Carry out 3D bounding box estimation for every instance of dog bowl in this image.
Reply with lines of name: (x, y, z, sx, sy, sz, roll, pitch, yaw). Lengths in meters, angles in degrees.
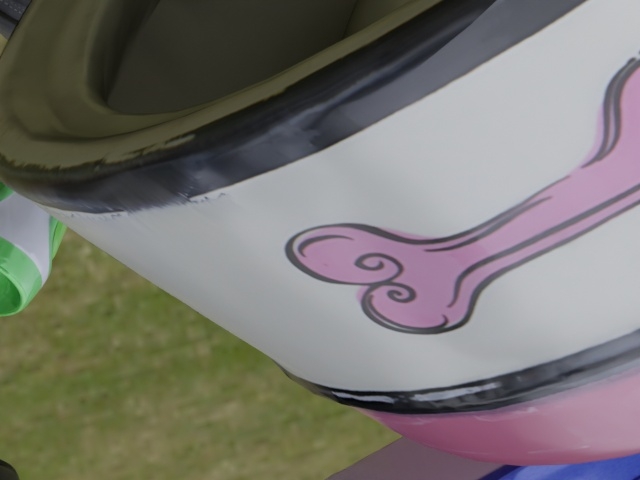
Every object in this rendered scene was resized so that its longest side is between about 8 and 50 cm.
dog bowl: (0.101, -0.109, 0.564, 0.408, 0.408, 0.150, -28, 114, 29)

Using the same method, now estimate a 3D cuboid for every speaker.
speaker: (-0.266, -0.081, 1.788, 0.131, 0.297, 0.131, 14, 148, 9)

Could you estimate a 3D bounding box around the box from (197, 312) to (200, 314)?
box: (0.000, 0.000, 0.994, 0.029, 0.116, 0.162, -3, 163, 32)

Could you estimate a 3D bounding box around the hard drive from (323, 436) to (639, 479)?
hard drive: (0.063, 0.199, 0.703, 0.210, 0.040, 0.319, -29, 128, -3)

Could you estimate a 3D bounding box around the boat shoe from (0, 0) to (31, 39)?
boat shoe: (-0.129, -0.121, 0.898, 0.228, 0.080, 0.076, 26, 137, 2)

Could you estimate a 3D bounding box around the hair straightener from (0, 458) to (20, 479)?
hair straightener: (-0.136, 0.191, 0.951, 0.047, 0.230, 0.089, 23, 119, -41)
